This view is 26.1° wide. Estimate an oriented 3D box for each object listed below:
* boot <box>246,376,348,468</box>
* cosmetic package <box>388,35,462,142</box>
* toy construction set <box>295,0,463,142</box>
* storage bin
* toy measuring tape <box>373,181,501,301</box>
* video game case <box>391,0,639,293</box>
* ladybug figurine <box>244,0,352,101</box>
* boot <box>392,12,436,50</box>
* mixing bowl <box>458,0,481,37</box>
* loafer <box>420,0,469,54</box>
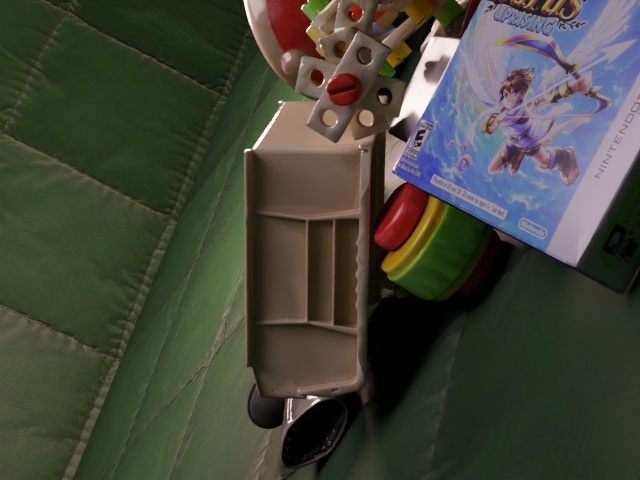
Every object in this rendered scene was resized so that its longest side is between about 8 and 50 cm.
[{"bbox_3d":[-0.026,0.195,1.576,0.190,0.076,0.208,-59,19,25],"label":"boot"},{"bbox_3d":[0.157,-0.135,1.420,0.127,0.107,0.238,-65,15,3],"label":"cosmetic package"},{"bbox_3d":[0.052,-0.224,1.372,0.215,0.151,0.328,-41,12,20],"label":"toy construction set"},{"bbox_3d":[0.000,0.000,1.439,0.262,0.123,0.260,-72,-17,-72],"label":"storage bin"},{"bbox_3d":[0.139,-0.032,1.258,0.330,0.121,0.121,-46,20,47],"label":"toy measuring tape"},{"bbox_3d":[0.197,-0.117,1.099,0.244,0.061,0.269,-61,34,3],"label":"video game case"},{"bbox_3d":[0.023,-0.397,2.155,0.162,0.305,0.449,-26,33,32],"label":"ladybug figurine"},{"bbox_3d":[0.219,-0.505,1.887,0.367,0.146,0.445,-32,-37,-57],"label":"boot"},{"bbox_3d":[0.203,-0.266,1.305,0.181,0.098,0.181,17,-90,-88],"label":"mixing bowl"},{"bbox_3d":[0.186,-0.266,1.582,0.268,0.102,0.092,159,132,-73],"label":"loafer"}]
